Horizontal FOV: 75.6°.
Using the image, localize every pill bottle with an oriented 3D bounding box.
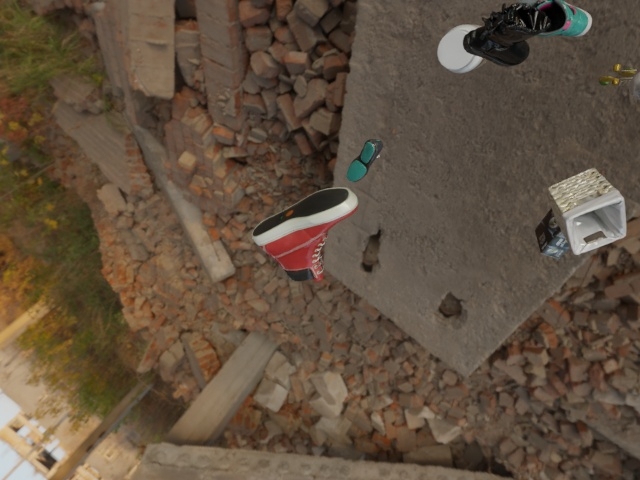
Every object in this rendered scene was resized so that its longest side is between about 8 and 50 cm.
[{"bbox_3d":[0.430,-0.572,1.232,0.131,0.229,0.131,14,120,26],"label":"pill bottle"}]

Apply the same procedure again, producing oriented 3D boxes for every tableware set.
[{"bbox_3d":[1.061,-0.592,1.479,0.103,0.154,0.024,10,94,27],"label":"tableware set"}]

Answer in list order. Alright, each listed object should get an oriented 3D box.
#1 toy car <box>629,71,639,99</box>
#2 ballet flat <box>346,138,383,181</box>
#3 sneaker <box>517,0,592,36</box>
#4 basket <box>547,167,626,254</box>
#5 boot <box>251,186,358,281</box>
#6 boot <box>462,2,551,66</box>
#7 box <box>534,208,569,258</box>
[{"bbox_3d":[0.887,-0.367,1.034,0.159,0.182,0.136,-5,110,19],"label":"toy car"},{"bbox_3d":[0.160,-0.280,1.445,0.074,0.074,0.203,37,143,3],"label":"ballet flat"},{"bbox_3d":[0.796,-0.814,1.485,0.295,0.178,0.124,48,137,36],"label":"sneaker"},{"bbox_3d":[0.583,-0.063,0.906,0.113,0.103,0.167,-26,139,22],"label":"basket"},{"bbox_3d":[0.000,0.000,0.868,0.244,0.088,0.176,-23,121,28],"label":"boot"},{"bbox_3d":[0.272,-0.285,0.574,0.121,0.045,0.099,3,-177,-19],"label":"boot"},{"bbox_3d":[0.914,-0.048,1.576,0.077,0.147,0.180,17,133,1],"label":"box"}]
